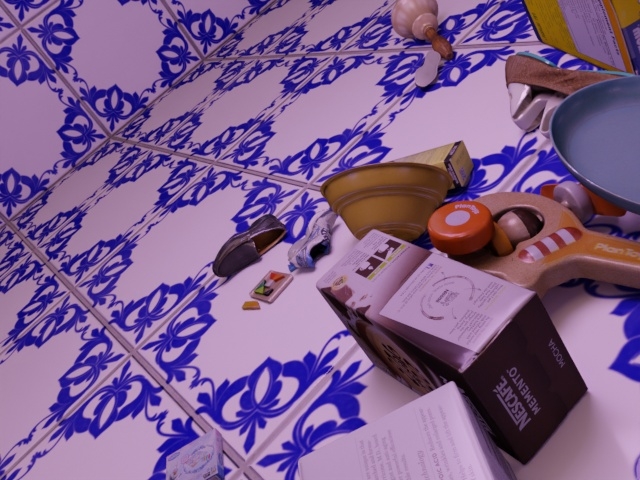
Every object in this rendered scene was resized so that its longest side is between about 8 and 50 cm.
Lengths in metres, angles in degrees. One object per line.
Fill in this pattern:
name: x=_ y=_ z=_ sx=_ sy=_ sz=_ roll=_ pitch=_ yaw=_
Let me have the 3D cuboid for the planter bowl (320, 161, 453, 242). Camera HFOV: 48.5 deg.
planter bowl: x=0.109 y=-0.046 z=1.150 sx=0.217 sy=0.217 sz=0.090 roll=-14 pitch=70 yaw=33

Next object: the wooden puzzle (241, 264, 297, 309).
wooden puzzle: x=-0.092 y=0.082 z=1.298 sx=0.078 sy=0.014 sz=0.116 roll=3 pitch=46 yaw=48

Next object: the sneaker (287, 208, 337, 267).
sneaker: x=0.000 y=0.000 z=1.297 sx=0.058 sy=0.052 sz=0.135 roll=12 pitch=57 yaw=38

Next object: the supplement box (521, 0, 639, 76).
supplement box: x=0.516 y=-0.449 z=1.258 sx=0.195 sy=0.194 sz=0.356 roll=-33 pitch=30 yaw=5

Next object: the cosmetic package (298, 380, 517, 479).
cosmetic package: x=0.098 y=0.268 z=0.686 sx=0.183 sy=0.151 sz=0.151 roll=-31 pitch=30 yaw=10

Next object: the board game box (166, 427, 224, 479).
board game box: x=-0.182 y=0.327 z=1.024 sx=0.090 sy=0.020 sz=0.090 roll=-32 pitch=30 yaw=7

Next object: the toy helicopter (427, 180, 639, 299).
toy helicopter: x=0.327 y=0.005 z=0.899 sx=0.355 sy=0.140 sz=0.235 roll=15 pitch=47 yaw=42

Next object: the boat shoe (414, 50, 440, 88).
boat shoe: x=0.239 y=-0.378 z=1.604 sx=0.046 sy=0.038 sz=0.125 roll=18 pitch=53 yaw=4

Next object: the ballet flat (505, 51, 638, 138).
ballet flat: x=0.393 y=-0.229 z=1.179 sx=0.124 sy=0.116 sz=0.342 roll=-55 pitch=33 yaw=4

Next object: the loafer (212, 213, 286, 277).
loafer: x=-0.140 y=0.014 z=1.404 sx=0.170 sy=0.062 sz=0.061 roll=-44 pitch=35 yaw=-13

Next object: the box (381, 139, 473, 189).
box: x=0.149 y=-0.110 z=1.270 sx=0.232 sy=0.058 sz=0.087 roll=-13 pitch=25 yaw=33

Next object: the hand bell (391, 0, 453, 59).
hand bell: x=0.266 y=-0.497 z=1.710 sx=0.126 sy=0.126 sz=0.242 roll=-30 pitch=41 yaw=9

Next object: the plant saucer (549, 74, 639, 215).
plant saucer: x=0.446 y=-0.113 z=0.884 sx=0.317 sy=0.044 sz=0.318 roll=-3 pitch=41 yaw=2

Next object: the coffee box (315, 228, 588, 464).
coffee box: x=0.143 y=0.112 z=0.851 sx=0.119 sy=0.168 sz=0.297 roll=-43 pitch=29 yaw=-14
